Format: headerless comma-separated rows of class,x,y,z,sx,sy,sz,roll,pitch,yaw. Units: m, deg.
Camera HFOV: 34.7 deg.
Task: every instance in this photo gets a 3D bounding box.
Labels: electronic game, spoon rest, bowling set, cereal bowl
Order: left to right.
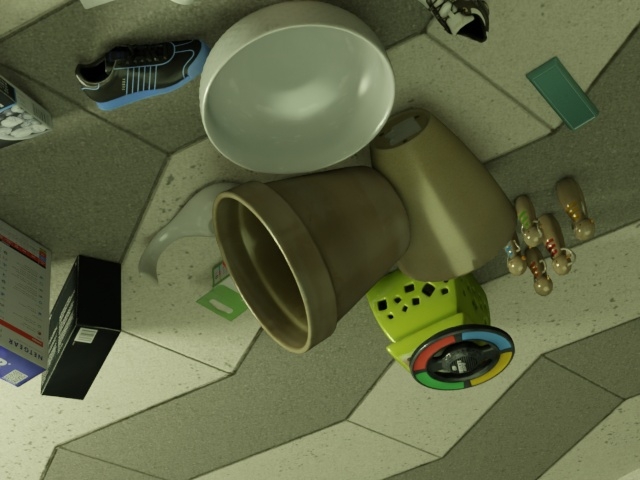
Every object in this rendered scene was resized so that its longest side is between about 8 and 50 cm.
spoon rest,-0.254,-0.024,2.073,0.276,0.084,0.137,-36,136,9
cereal bowl,-0.045,-0.277,1.757,0.338,0.141,0.339,-8,142,-6
electronic game,0.303,0.252,2.195,0.229,0.048,0.229,-6,140,-5
bowling set,0.437,0.008,2.178,0.199,0.154,0.287,-1,138,-11

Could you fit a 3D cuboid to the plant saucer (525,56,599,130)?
plant saucer,0.467,-0.276,1.966,0.067,0.018,0.192,-31,136,23

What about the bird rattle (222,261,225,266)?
bird rattle,-0.071,-0.013,2.069,0.253,0.143,0.207,2,101,-11

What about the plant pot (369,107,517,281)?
plant pot,0.209,-0.107,1.960,0.256,0.256,0.274,-22,122,14

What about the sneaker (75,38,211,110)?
sneaker,-0.302,-0.296,1.735,0.232,0.081,0.090,-21,143,12

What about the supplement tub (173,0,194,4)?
supplement tub,-0.206,-0.432,1.607,0.071,0.071,0.107,16,133,-27

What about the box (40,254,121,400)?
box,-0.506,0.187,2.166,0.103,0.184,0.261,11,135,-26

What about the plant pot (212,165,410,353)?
plant pot,0.000,0.000,1.887,0.280,0.323,0.323,-29,145,-23

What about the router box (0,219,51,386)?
router box,-0.656,0.071,1.913,0.082,0.301,0.335,-30,135,21

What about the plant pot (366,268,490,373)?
plant pot,0.259,0.191,2.312,0.227,0.207,0.228,-27,138,17

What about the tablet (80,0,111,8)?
tablet,-0.352,-0.406,1.655,0.083,0.006,0.054,-16,139,6

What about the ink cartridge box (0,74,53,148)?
ink cartridge box,-0.598,-0.207,1.750,0.208,0.045,0.206,-18,162,9

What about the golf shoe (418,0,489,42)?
golf shoe,0.214,-0.399,1.715,0.198,0.094,0.077,21,131,-29

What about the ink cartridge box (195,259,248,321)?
ink cartridge box,-0.161,0.080,2.206,0.209,0.062,0.109,-36,131,26
